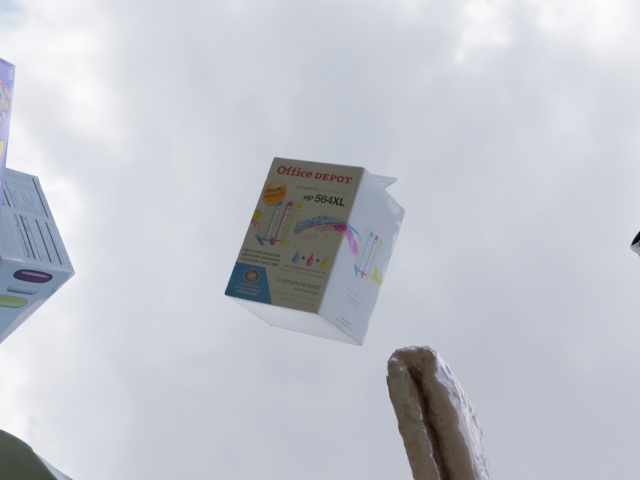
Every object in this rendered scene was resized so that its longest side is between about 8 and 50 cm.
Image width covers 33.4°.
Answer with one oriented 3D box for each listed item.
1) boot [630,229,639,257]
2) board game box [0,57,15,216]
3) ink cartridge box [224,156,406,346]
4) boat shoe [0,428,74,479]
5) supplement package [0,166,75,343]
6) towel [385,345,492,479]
[{"bbox_3d":[0.272,0.022,0.794,0.087,0.118,0.042,29,-123,10],"label":"boot"},{"bbox_3d":[-0.516,-0.060,1.309,0.233,0.078,0.347,6,-91,7],"label":"board game box"},{"bbox_3d":[0.000,0.000,0.875,0.092,0.090,0.143,9,-107,30],"label":"ink cartridge box"},{"bbox_3d":[-0.216,0.226,0.846,0.228,0.081,0.079,30,-117,5],"label":"boat shoe"},{"bbox_3d":[-0.540,0.039,1.641,0.262,0.145,0.204,-41,-121,21],"label":"supplement package"},{"bbox_3d":[0.127,0.255,0.768,0.053,0.332,0.316,-18,-112,4],"label":"towel"}]
